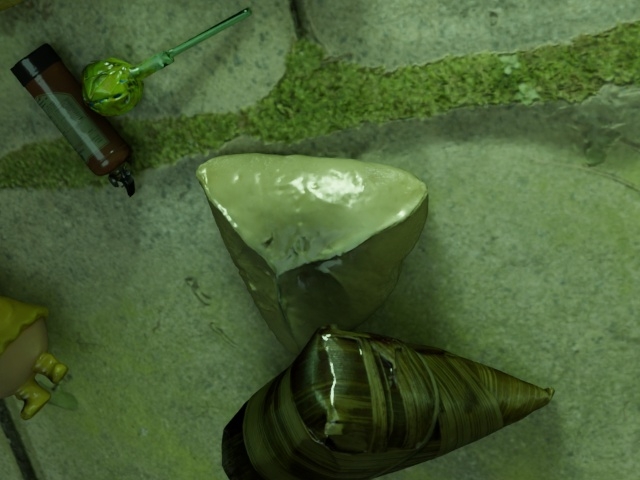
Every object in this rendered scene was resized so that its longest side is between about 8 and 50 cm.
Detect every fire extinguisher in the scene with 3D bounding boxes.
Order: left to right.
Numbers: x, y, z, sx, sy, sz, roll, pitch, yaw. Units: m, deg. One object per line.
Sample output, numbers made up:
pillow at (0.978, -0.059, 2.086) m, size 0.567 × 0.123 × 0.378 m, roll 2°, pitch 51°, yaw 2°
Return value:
fire extinguisher at (-0.244, -0.118, 1.097) m, size 0.177 × 0.050 × 0.062 m, roll 54°, pitch 158°, yaw -12°

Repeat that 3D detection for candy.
candy at (-0.151, -0.181, 1.045) m, size 0.194 × 0.058 × 0.062 m, roll -26°, pitch 146°, yaw 17°

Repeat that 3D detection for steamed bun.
steamed bun at (-0.009, 0.024, 1.065) m, size 0.231 × 0.110 × 0.212 m, roll 3°, pitch 116°, yaw 17°

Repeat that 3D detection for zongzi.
zongzi at (0.064, 0.193, 1.131) m, size 0.288 × 0.134 × 0.286 m, roll 5°, pitch 154°, yaw -29°

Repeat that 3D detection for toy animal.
toy animal at (-0.388, 0.100, 1.200) m, size 0.230 × 0.156 × 0.156 m, roll 41°, pitch 119°, yaw 6°

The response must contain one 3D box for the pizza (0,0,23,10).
pizza at (-0.393, -0.260, 0.851) m, size 0.258 × 0.087 × 0.268 m, roll -22°, pitch 109°, yaw 28°
